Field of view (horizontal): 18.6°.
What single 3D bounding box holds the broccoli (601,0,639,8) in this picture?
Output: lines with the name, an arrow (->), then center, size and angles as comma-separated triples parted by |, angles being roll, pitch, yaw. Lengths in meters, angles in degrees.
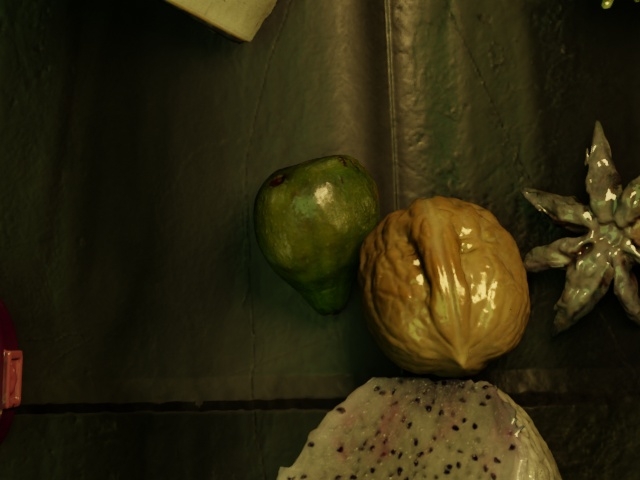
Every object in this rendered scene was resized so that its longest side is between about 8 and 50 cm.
broccoli -> 0.334, -0.304, 1.707 | 0.288, 0.260, 0.235 | 16, 133, 20

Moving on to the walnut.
walnut -> 0.113, 0.047, 1.801 | 0.155, 0.155, 0.184 | -28, 48, 15

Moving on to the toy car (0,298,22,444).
toy car -> -0.479, 0.133, 1.947 | 0.341, 0.240, 0.271 | 1, 89, 14

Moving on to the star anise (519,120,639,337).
star anise -> 0.265, -0.010, 1.812 | 0.204, 0.061, 0.180 | -35, 81, 15

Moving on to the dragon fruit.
dragon fruit -> 0.119, 0.259, 1.799 | 0.283, 0.204, 0.221 | 5, 65, 37

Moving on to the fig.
fig -> 0.000, 0.000, 1.867 | 0.123, 0.123, 0.156 | -11, 99, 17

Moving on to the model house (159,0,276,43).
model house -> -0.162, -0.330, 1.881 | 0.178, 0.271, 0.206 | -59, 40, 11
